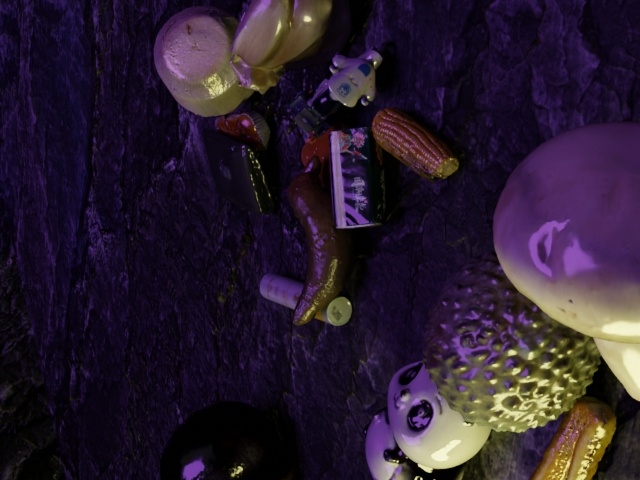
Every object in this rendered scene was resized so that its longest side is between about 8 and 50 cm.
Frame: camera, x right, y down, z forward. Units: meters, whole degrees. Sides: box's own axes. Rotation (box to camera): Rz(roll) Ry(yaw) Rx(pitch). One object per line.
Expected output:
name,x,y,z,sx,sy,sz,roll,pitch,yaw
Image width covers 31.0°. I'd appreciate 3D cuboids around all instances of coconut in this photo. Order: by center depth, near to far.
coconut,-0.228,-0.359,2.362,0.234,0.224,0.224,59,-157,-83

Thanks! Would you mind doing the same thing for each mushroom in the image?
mushroom,0.384,0.009,1.333,0.356,0.315,0.315,42,140,-1

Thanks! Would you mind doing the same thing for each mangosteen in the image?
mangosteen,-0.179,0.482,2.361,0.302,0.275,0.275,46,141,1

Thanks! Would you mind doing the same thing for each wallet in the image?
wallet,-0.183,-0.144,2.416,0.245,0.052,0.168,25,137,58

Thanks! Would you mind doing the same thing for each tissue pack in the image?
tissue pack,0.066,-0.106,1.998,0.090,0.103,0.170,-3,89,14

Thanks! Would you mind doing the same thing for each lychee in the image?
lychee,0.268,0.134,1.575,0.274,0.255,0.255,-20,76,42

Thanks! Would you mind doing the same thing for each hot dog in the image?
hot dog,0.343,0.342,1.635,0.083,0.068,0.289,32,118,26
hot dog,-0.167,-0.224,2.400,0.192,0.053,0.099,5,126,57

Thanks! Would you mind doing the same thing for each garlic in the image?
garlic,-0.057,-0.412,2.061,0.292,0.237,0.210,-51,58,24

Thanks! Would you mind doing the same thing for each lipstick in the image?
lipstick,-0.033,0.111,2.231,0.264,0.059,0.059,15,106,57

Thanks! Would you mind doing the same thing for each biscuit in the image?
biscuit,0.020,-0.163,2.139,0.165,0.036,0.250,-33,69,54

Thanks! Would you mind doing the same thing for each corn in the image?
corn,0.153,-0.157,1.889,0.203,0.072,0.072,43,128,47

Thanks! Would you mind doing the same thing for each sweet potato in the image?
sweet potato,0.002,-0.002,2.082,0.124,0.098,0.310,-4,90,43

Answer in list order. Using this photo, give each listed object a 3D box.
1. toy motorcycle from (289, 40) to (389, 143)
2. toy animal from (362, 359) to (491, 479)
toy motorcycle,0.030,-0.260,2.004,0.102,0.150,0.221,44,131,-10
toy animal,0.173,0.289,1.809,0.187,0.165,0.235,-101,25,-46
